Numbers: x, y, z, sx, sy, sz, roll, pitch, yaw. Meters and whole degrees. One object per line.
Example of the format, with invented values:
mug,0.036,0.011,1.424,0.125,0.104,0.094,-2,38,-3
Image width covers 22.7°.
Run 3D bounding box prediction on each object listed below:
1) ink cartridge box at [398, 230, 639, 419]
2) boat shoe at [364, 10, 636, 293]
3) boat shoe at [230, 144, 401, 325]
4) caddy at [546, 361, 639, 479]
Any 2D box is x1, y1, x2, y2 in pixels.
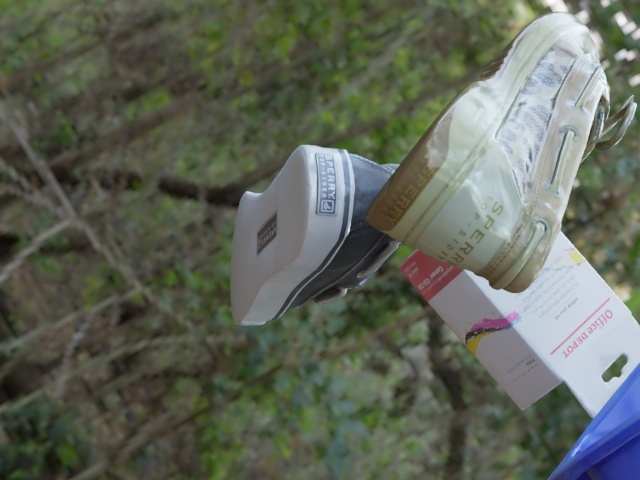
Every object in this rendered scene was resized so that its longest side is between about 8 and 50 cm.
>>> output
ink cartridge box,0.175,0.057,1.326,0.198,0.115,0.067,50,-39,5
boat shoe,0.113,-0.049,0.893,0.089,0.104,0.285,38,34,5
boat shoe,0.000,0.000,1.214,0.301,0.102,0.108,135,-42,-67
caddy,0.313,0.116,1.087,0.179,0.341,0.241,59,-10,15
